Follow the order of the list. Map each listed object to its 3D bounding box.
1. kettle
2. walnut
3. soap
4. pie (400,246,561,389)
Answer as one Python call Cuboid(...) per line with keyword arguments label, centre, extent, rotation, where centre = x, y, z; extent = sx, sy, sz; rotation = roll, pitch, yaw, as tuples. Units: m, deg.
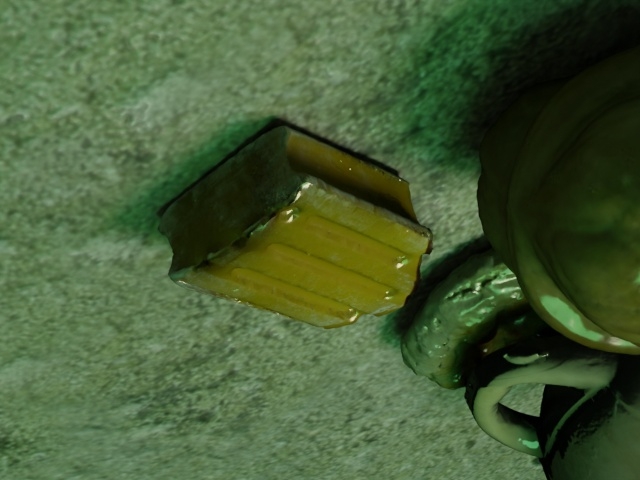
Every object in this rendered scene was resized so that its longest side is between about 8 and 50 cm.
Cuboid(label="kettle", centre=(0.316, 0.174, 1.497), extent=(0.321, 0.228, 0.324), rotation=(6, 153, 8))
Cuboid(label="walnut", centre=(0.283, -0.034, 1.162), extent=(0.277, 0.282, 0.253), rotation=(-2, 132, -16))
Cuboid(label="soap", centre=(0.000, 0.000, 1.233), extent=(0.160, 0.080, 0.257), rotation=(-34, 148, 25))
Cuboid(label="pie", centre=(0.227, 0.072, 1.511), extent=(0.306, 0.071, 0.306), rotation=(-15, 152, -9))
